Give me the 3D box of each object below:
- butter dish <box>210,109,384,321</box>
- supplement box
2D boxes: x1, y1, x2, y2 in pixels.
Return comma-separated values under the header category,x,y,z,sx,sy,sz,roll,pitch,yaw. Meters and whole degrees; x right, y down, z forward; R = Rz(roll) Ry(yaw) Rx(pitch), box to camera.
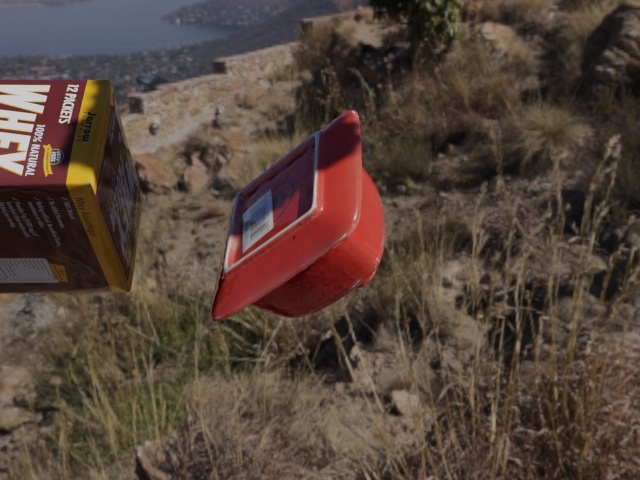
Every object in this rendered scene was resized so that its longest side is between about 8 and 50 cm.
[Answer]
category,x,y,z,sx,sy,sz,roll,pitch,yaw
butter dish,0.000,0.000,0.542,0.160,0.118,0.160,-33,35,28
supplement box,-0.296,-0.048,0.647,0.194,0.191,0.129,-1,56,-4
